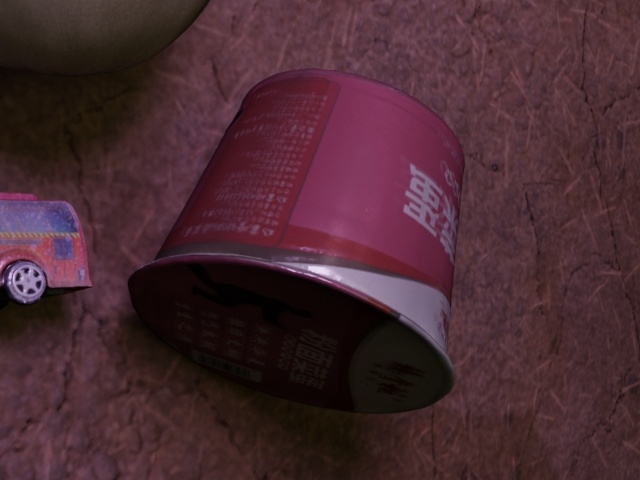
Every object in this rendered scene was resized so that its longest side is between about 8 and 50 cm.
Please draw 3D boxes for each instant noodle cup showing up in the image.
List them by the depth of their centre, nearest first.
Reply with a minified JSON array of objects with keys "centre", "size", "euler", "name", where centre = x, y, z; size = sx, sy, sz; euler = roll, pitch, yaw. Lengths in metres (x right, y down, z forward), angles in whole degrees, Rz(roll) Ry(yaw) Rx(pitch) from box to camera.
[{"centre":[0.000,0.000,0.752],"size":[0.234,0.234,0.178],"euler":[36,58,-33],"name":"instant noodle cup"}]

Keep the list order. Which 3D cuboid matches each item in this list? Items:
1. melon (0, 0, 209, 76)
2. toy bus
[{"centre":[-0.160,-0.252,0.600],"size":[0.272,0.271,0.308],"euler":[-46,124,-31],"name":"melon"},{"centre":[-0.240,0.009,0.647],"size":[0.192,0.065,0.077],"euler":[-1,82,-40],"name":"toy bus"}]
